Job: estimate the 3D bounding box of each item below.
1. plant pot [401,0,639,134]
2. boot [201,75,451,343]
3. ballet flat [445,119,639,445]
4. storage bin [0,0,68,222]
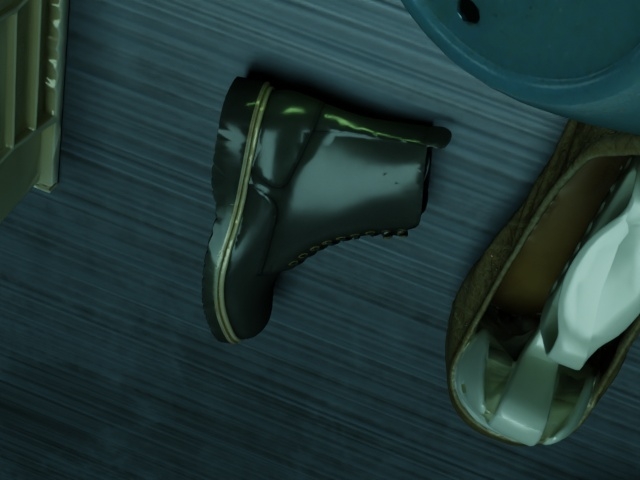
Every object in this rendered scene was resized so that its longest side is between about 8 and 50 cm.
[{"bbox_3d":[0.124,-0.149,0.384,0.290,0.195,0.290,38,147,30],"label":"plant pot"},{"bbox_3d":[0.000,0.000,0.718,0.137,0.076,0.197,12,132,6],"label":"boot"},{"bbox_3d":[0.145,0.042,0.656,0.116,0.124,0.342,24,132,2],"label":"ballet flat"},{"bbox_3d":[-0.302,-0.143,0.685,0.262,0.123,0.260,20,131,5],"label":"storage bin"}]
